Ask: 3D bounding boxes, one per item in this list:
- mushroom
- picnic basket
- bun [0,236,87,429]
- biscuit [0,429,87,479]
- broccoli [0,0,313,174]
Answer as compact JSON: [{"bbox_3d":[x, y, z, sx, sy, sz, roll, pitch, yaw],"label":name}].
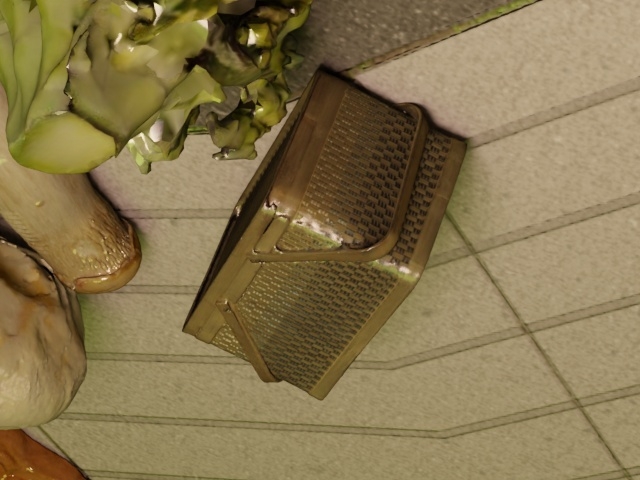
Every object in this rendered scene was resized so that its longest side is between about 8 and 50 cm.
[{"bbox_3d":[-0.291,-0.082,1.798,0.122,0.095,0.351,5,142,50],"label":"mushroom"},{"bbox_3d":[0.000,0.000,1.685,0.139,0.165,0.267,26,144,-6],"label":"picnic basket"},{"bbox_3d":[-0.341,0.062,1.876,0.287,0.287,0.146,23,109,-1],"label":"bun"},{"bbox_3d":[-0.460,0.275,2.356,0.455,0.078,0.349,40,144,-22],"label":"biscuit"},{"bbox_3d":[-0.157,-0.183,1.504,0.334,0.272,0.324,-19,167,34],"label":"broccoli"}]
